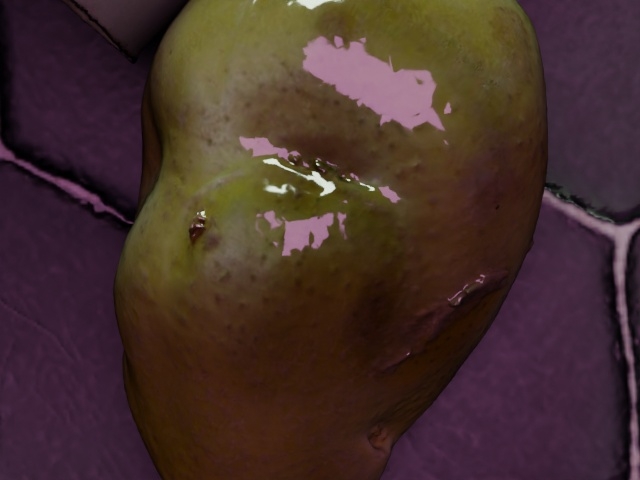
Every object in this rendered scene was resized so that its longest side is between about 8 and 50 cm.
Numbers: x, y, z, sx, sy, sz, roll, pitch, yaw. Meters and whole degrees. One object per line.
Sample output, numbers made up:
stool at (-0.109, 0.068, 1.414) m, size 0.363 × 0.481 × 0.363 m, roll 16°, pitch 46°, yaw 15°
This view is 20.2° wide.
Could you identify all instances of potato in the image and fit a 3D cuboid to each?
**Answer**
potato at (-0.003, -0.001, 0.988) m, size 0.218 × 0.202 × 0.351 m, roll 11°, pitch 99°, yaw -13°

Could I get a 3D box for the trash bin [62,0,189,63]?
trash bin at (-0.047, -0.335, 0.981) m, size 0.280 × 0.280 × 0.432 m, roll 43°, pitch 90°, yaw 5°
